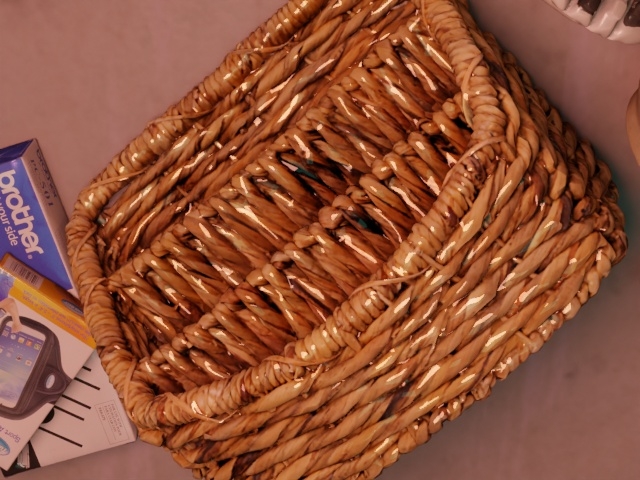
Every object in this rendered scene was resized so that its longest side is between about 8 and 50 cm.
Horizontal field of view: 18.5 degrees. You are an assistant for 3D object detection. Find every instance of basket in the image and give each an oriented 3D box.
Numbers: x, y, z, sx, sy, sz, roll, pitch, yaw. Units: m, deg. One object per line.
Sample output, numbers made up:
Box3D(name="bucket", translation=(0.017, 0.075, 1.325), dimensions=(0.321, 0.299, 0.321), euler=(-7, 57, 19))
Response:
Box3D(name="basket", translation=(0.000, 0.000, 1.161), dimensions=(0.299, 0.213, 0.223), euler=(-39, 103, 17))

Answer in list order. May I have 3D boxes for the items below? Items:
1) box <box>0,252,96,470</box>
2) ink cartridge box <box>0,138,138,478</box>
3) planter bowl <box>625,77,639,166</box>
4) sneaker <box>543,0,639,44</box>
Box3D(name="box", translation=(-0.205, 0.084, 1.262), dimensions=(0.081, 0.028, 0.136), euler=(34, 106, -9))
Box3D(name="ink cartridge box", translation=(-0.197, 0.046, 1.287), dimensions=(0.097, 0.046, 0.207), euler=(-16, 108, 10))
Box3D(name="planter bowl", translation=(0.249, -0.077, 1.153), dimensions=(0.162, 0.162, 0.109), euler=(41, 136, -10))
Box3D(name="sneaker", translation=(0.100, -0.215, 1.127), dimensions=(0.292, 0.118, 0.110), euler=(35, 84, -31))
